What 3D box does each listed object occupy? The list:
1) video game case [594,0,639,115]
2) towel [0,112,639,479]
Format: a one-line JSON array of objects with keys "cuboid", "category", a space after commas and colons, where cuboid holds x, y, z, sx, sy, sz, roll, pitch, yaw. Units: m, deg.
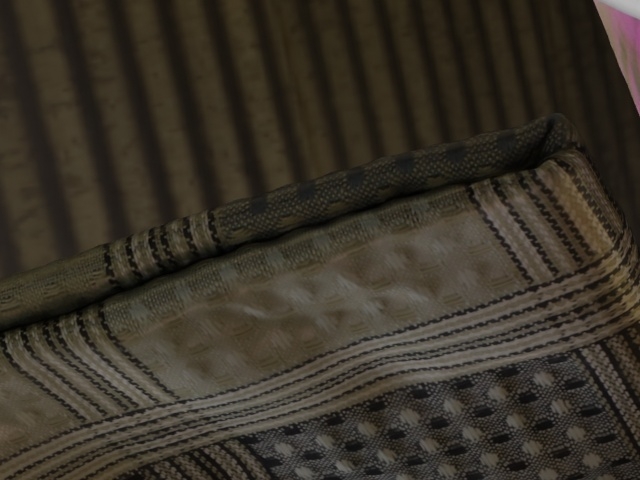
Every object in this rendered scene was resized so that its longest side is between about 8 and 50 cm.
[{"cuboid": [0.147, 0.033, 0.293, 0.042, 0.210, 0.232, -34, -60, -8], "category": "video game case"}, {"cuboid": [-0.007, 0.106, 0.606, 0.312, 0.324, 0.056, 56, -157, -45], "category": "towel"}]
